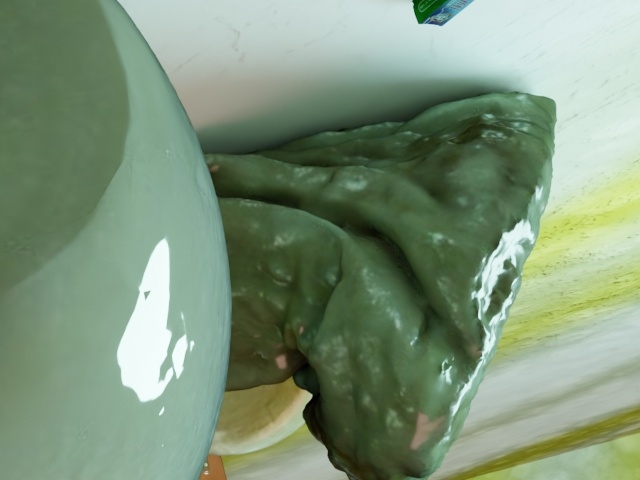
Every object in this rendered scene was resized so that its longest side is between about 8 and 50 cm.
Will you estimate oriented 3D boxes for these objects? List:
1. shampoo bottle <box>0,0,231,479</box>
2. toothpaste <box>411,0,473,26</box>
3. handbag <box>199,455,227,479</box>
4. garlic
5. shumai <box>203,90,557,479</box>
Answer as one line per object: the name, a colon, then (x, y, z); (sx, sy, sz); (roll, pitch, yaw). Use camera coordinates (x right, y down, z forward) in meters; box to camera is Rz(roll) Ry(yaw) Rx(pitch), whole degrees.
shampoo bottle: (-0.195, 0.026, 0.550); (0.323, 0.322, 0.317); (-11, 156, -14)
toothpaste: (0.083, -0.145, 0.769); (0.020, 0.017, 0.083); (-1, 158, -38)
handbag: (-0.175, 0.342, 1.767); (0.127, 0.190, 0.063); (-4, 161, -34)
garlic: (-0.094, 0.115, 1.285); (0.245, 0.145, 0.164); (-18, 131, 13)
shumai: (0.000, 0.000, 0.953); (0.263, 0.304, 0.309); (20, 163, 2)
